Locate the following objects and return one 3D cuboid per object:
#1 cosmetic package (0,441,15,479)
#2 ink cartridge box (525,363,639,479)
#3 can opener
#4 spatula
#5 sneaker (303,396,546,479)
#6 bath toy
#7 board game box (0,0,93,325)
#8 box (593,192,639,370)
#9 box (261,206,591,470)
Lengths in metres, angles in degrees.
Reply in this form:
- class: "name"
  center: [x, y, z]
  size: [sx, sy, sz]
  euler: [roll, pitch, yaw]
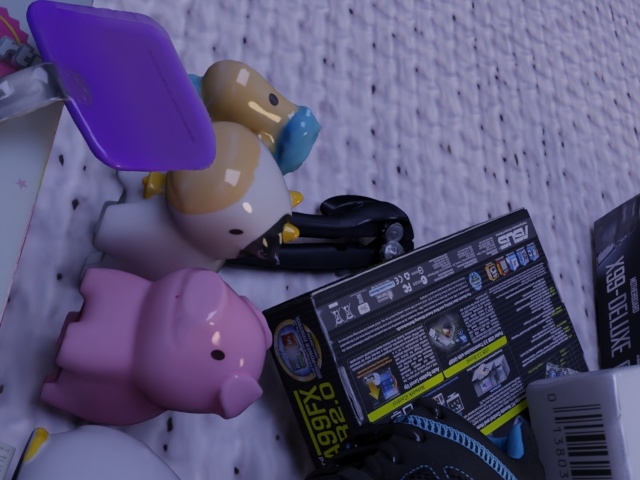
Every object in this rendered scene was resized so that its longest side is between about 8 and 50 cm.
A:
- class: "cosmetic package"
  center: [-0.195, 0.153, 0.471]
  size: [0.041, 0.060, 0.115]
  euler: [29, 45, -20]
- class: "ink cartridge box"
  center: [0.342, 0.242, 0.761]
  size: [0.384, 0.091, 0.308]
  euler: [-2, 79, -35]
- class: "can opener"
  center: [0.000, 0.000, 0.752]
  size: [0.186, 0.073, 0.059]
  euler: [-7, 105, -39]
- class: "spatula"
  center: [-0.146, -0.042, 0.339]
  size: [0.296, 0.030, 0.084]
  euler: [-20, 79, -47]
- class: "sneaker"
  center: [0.021, 0.155, 0.509]
  size: [0.340, 0.125, 0.140]
  euler: [20, 58, -48]
- class: "bath toy"
  center: [-0.083, 0.050, 0.567]
  size: [0.129, 0.151, 0.348]
  euler: [21, 51, -14]
- class: "board game box"
  center: [-0.204, -0.013, 0.458]
  size: [0.097, 0.224, 0.303]
  euler: [22, 50, -25]
- class: "box"
  center: [0.416, 0.123, 0.985]
  size: [0.307, 0.076, 0.243]
  euler: [29, 48, -21]
- class: "box"
  center: [0.101, 0.109, 0.715]
  size: [0.270, 0.060, 0.216]
  euler: [-20, 89, -45]
